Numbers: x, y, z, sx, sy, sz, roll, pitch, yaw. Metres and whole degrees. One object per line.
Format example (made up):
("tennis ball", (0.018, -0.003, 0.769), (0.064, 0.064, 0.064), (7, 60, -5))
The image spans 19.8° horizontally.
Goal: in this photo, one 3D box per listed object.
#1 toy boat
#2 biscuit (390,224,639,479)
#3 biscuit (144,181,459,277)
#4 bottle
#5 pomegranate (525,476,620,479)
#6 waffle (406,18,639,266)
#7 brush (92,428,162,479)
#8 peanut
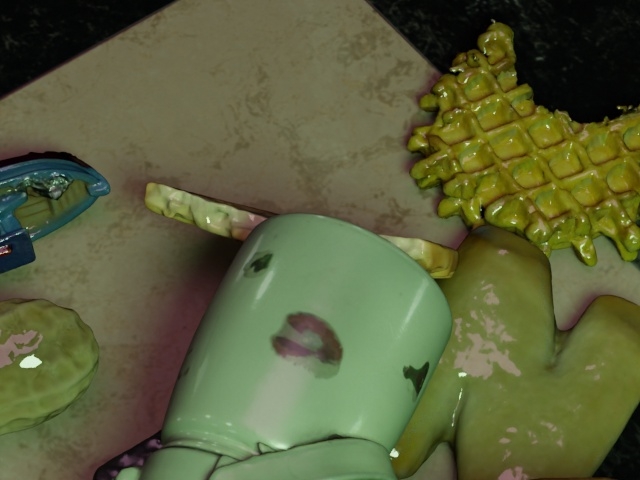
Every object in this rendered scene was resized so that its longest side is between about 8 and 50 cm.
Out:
("toy boat", (-0.315, -0.020, 1.817), (0.223, 0.100, 0.097), (-22, 50, -13))
("biscuit", (0.174, 0.136, 1.739), (0.236, 0.062, 0.291), (32, 65, 16))
("biscuit", (0.000, 0.000, 1.760), (0.309, 0.204, 0.040), (13, 89, 28))
("bottle", (-0.034, 0.170, 1.567), (0.229, 0.229, 0.352), (20, 58, 12))
("pomegranate", (0.200, 0.357, 1.471), (0.342, 0.342, 0.343), (0, 56, -1))
("waffle", (0.233, -0.096, 1.899), (0.293, 0.069, 0.260), (22, 58, 14))
("brush", (-0.103, 0.218, 1.687), (0.197, 0.059, 0.123), (-32, 64, -22))
("peanut", (-0.348, 0.147, 1.699), (0.298, 0.120, 0.136), (-30, 38, -18))
